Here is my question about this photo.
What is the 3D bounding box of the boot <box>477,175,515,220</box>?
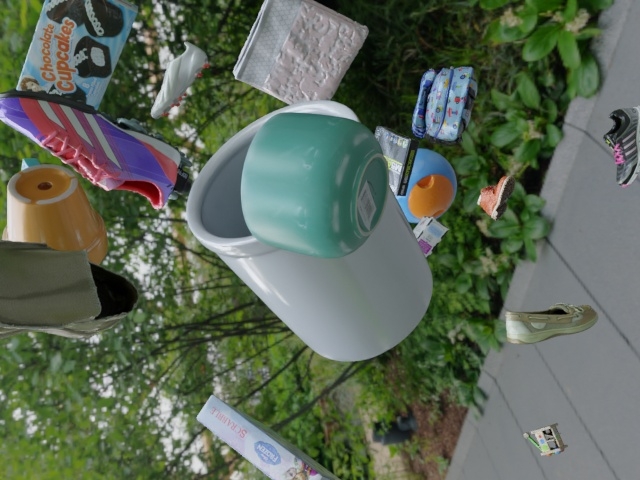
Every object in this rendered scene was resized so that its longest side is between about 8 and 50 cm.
[{"bbox_3d":[0.487,-0.133,1.530,0.084,0.059,0.158,46,153,28],"label":"boot"}]

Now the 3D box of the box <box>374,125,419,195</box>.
[{"bbox_3d":[0.227,-0.258,1.762,0.191,0.045,0.184,41,123,52],"label":"box"}]

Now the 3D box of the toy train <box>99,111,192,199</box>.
[{"bbox_3d":[-0.476,-0.212,1.388,0.334,0.190,0.142,37,-108,-59],"label":"toy train"}]

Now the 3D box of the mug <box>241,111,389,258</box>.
[{"bbox_3d":[0.011,-0.051,0.511,0.158,0.097,0.129,-24,-58,-58],"label":"mug"}]

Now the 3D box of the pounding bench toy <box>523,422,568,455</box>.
[{"bbox_3d":[0.547,0.493,1.334,0.083,0.052,0.065,-34,63,35],"label":"pounding bench toy"}]

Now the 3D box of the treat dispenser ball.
[{"bbox_3d":[0.379,-0.211,2.112,0.288,0.288,0.288,173,90,-81],"label":"treat dispenser ball"}]

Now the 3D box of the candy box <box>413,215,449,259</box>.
[{"bbox_3d":[0.314,0.032,1.803,0.233,0.071,0.159,-55,2,4],"label":"candy box"}]

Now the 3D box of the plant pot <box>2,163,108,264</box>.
[{"bbox_3d":[-0.563,-0.048,1.145,0.188,0.205,0.205,104,159,-44],"label":"plant pot"}]

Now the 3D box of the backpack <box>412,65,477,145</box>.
[{"bbox_3d":[0.258,-0.282,1.127,0.173,0.117,0.158,-29,-48,-80],"label":"backpack"}]

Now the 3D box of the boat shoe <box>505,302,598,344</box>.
[{"bbox_3d":[0.336,0.111,0.793,0.056,0.153,0.048,178,82,-75],"label":"boat shoe"}]

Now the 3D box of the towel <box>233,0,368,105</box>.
[{"bbox_3d":[-0.067,-0.562,1.654,0.332,0.317,0.053,-53,24,42],"label":"towel"}]

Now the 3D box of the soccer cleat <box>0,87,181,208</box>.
[{"bbox_3d":[-0.386,-0.151,0.929,0.109,0.318,0.116,-10,68,42],"label":"soccer cleat"}]

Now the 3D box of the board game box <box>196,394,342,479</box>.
[{"bbox_3d":[-0.083,0.495,1.235,0.319,0.066,0.318,24,161,33],"label":"board game box"}]

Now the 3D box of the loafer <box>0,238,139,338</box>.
[{"bbox_3d":[-0.288,0.047,0.576,0.268,0.092,0.101,39,-151,-75],"label":"loafer"}]

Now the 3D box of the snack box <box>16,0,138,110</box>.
[{"bbox_3d":[-0.595,-0.464,1.331,0.322,0.187,0.060,-54,32,27],"label":"snack box"}]

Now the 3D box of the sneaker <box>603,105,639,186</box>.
[{"bbox_3d":[0.626,-0.198,1.139,0.063,0.075,0.170,-55,-29,-85],"label":"sneaker"}]

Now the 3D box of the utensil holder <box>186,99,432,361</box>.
[{"bbox_3d":[0.000,0.000,1.002,0.385,0.328,0.327,55,-169,-40],"label":"utensil holder"}]

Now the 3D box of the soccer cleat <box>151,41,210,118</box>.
[{"bbox_3d":[-0.342,-0.373,1.282,0.076,0.196,0.068,40,-169,-10],"label":"soccer cleat"}]

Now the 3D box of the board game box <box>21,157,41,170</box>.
[{"bbox_3d":[-0.936,-0.151,1.817,0.210,0.047,0.160,44,125,28],"label":"board game box"}]
